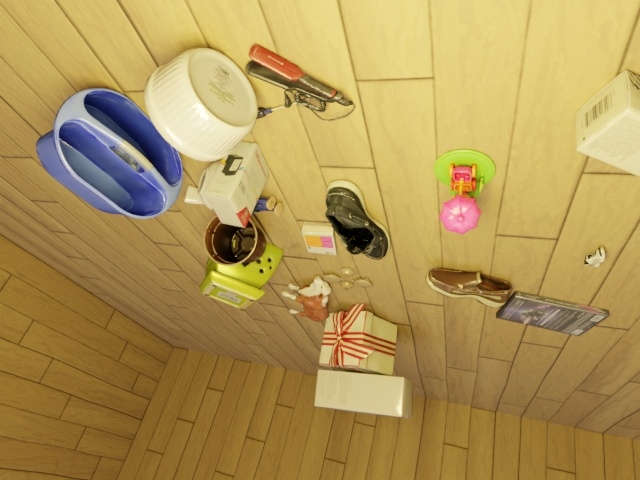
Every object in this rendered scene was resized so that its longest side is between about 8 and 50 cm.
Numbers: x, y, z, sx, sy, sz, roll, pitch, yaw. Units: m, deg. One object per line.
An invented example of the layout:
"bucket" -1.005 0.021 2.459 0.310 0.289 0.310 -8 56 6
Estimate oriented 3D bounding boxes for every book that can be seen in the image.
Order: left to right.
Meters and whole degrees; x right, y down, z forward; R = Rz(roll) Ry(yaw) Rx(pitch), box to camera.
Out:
"book" 0.000 0.000 1.382 0.096 0.035 0.144 7 151 11

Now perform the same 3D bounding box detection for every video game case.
"video game case" 0.741 0.241 1.427 0.274 0.026 0.196 13 151 9

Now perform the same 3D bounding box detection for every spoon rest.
"spoon rest" -0.304 -0.142 1.214 0.084 0.137 0.276 16 169 -28

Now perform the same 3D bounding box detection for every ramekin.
"ramekin" -0.219 -0.269 0.851 0.109 0.207 0.207 -23 134 37

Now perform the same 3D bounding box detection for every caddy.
"caddy" -0.493 -0.203 1.070 0.179 0.241 0.341 3 150 35

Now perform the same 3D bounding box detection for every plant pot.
"plant pot" -0.292 0.112 1.550 0.228 0.207 0.227 25 150 -17
"plant pot" -0.253 0.003 1.365 0.167 0.166 0.165 11 174 11

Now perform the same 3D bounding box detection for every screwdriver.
"screwdriver" -0.094 -0.282 0.941 0.170 0.025 0.024 -2 147 31

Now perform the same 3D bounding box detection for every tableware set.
"tableware set" 0.098 0.144 1.597 0.141 0.020 0.169 34 146 -33

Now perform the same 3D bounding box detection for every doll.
"doll" -0.207 -0.107 1.284 0.189 0.046 0.129 4 159 34

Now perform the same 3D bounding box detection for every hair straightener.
"hair straightener" -0.040 -0.300 0.871 0.231 0.047 0.089 19 152 -14

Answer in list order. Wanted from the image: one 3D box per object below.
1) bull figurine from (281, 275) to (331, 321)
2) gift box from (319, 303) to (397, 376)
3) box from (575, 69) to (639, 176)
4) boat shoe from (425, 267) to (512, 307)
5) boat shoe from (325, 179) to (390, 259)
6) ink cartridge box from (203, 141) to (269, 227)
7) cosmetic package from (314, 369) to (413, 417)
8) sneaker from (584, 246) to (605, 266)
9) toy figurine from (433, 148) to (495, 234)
"bull figurine" -0.043 0.236 1.752 0.189 0.101 0.310 15 147 16
"gift box" 0.166 0.417 1.821 0.258 0.255 0.276 28 147 -37
"box" 0.578 -0.164 0.725 0.275 0.094 0.113 20 152 -8
"boat shoe" 0.450 0.122 1.318 0.258 0.095 0.095 13 138 -7
"boat shoe" 0.102 -0.018 1.209 0.127 0.113 0.340 2 148 24
"ink cartridge box" -0.203 -0.141 1.090 0.072 0.175 0.127 10 151 17
"cosmetic package" 0.183 0.632 1.807 0.366 0.155 0.197 -3 157 21
"sneaker" 0.685 0.043 1.098 0.037 0.031 0.083 5 149 19
"toy figurine" 0.303 -0.080 0.949 0.130 0.159 0.173 5 150 21
